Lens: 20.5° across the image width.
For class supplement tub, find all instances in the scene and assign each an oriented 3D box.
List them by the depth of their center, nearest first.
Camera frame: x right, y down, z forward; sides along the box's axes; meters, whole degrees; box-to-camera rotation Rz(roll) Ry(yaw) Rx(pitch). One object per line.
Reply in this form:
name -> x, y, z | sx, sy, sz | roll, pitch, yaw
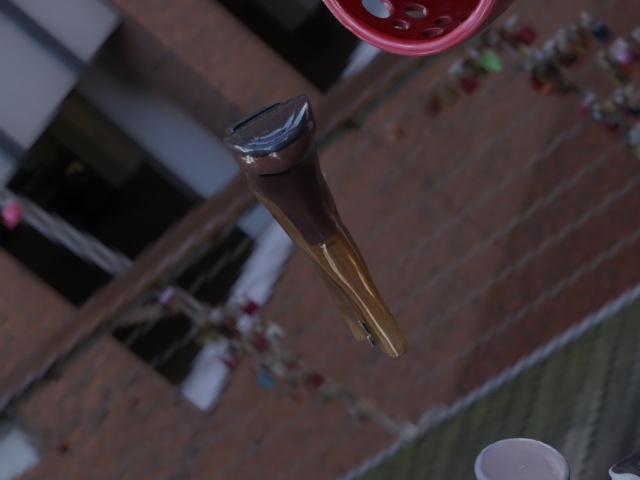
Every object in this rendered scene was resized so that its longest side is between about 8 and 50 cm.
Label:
supplement tub -> 0.148, 0.246, 1.332 | 0.106, 0.106, 0.198 | -72, -15, -56

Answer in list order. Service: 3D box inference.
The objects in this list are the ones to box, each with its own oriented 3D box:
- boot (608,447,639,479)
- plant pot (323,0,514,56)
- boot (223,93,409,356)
boot -> 0.367, 0.274, 1.700 | 0.088, 0.176, 0.244 | -36, -1, 2
plant pot -> 0.104, -0.273, 1.503 | 0.191, 0.191, 0.174 | -37, 2, 41
boot -> 0.000, 0.000, 1.766 | 0.096, 0.280, 0.264 | -30, 7, -12
